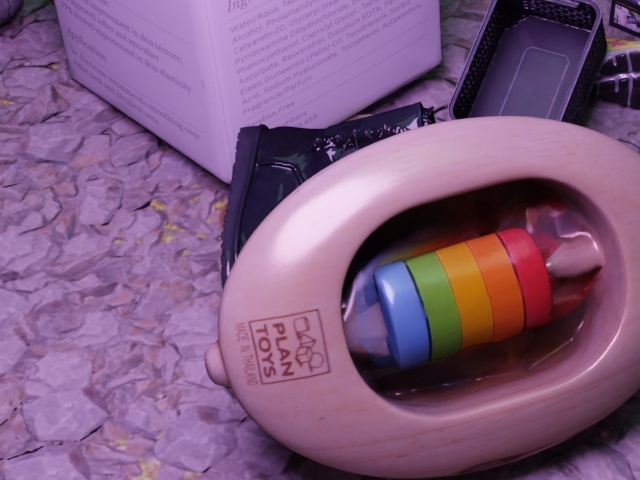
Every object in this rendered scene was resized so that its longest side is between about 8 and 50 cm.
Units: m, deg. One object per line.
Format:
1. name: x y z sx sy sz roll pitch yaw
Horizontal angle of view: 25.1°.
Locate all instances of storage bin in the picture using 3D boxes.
1. storage bin: 0.227 -0.177 1.565 0.122 0.084 0.180 19 77 21

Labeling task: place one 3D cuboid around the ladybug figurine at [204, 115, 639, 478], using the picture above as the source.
1. ladybug figurine: 0.111 0.047 1.282 0.449 0.305 0.162 -12 6 -11

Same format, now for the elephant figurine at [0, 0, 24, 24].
1. elephant figurine: -0.433 -0.310 1.748 0.239 0.186 0.169 36 89 2

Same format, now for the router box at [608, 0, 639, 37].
1. router box: 0.430 -0.283 1.684 0.179 0.133 0.046 30 54 29

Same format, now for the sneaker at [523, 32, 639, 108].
1. sneaker: 0.331 -0.209 1.650 0.208 0.081 0.094 4 42 7

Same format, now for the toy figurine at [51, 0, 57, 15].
1. toy figurine: -0.312 -0.403 1.829 0.209 0.148 0.213 -35 52 -29

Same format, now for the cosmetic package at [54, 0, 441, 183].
1. cosmetic package: -0.095 -0.345 1.566 0.327 0.393 0.329 -31 46 -26

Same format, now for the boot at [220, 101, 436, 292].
1. boot: 0.017 -0.021 1.390 0.207 0.094 0.246 -5 58 16

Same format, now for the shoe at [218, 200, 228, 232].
1. shoe: 0.000 0.000 1.473 0.219 0.058 0.076 11 68 18

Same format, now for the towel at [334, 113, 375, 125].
1. towel: 0.056 -0.090 1.578 0.110 0.027 0.148 0 43 2
